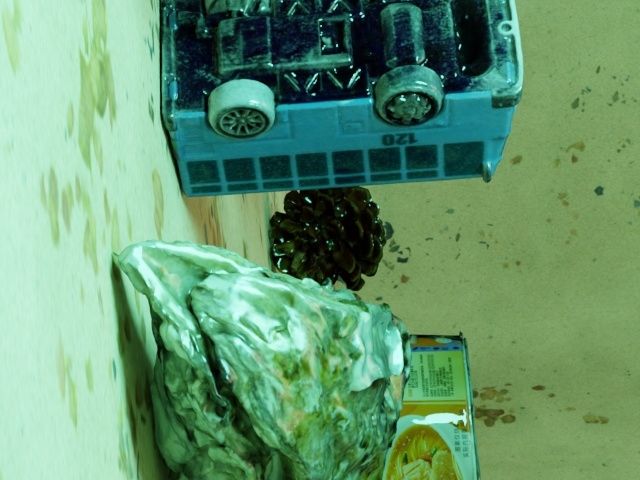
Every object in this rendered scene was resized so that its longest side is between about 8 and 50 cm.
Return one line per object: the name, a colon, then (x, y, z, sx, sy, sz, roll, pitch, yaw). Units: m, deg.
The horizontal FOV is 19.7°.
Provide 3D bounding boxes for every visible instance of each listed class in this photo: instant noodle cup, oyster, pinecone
instant noodle cup: (0.072, 0.227, 2.121, 0.296, 0.214, 0.296, -6, 90, -87)
oyster: (-0.027, 0.092, 1.056, 0.351, 0.158, 0.162, 58, 27, -58)
pinecone: (0.001, -0.001, 2.067, 0.121, 0.140, 0.140, -17, 105, -54)

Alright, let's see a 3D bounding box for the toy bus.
toy bus: (0.015, -0.104, 1.243, 0.133, 0.234, 0.116, 86, 1, -57)
